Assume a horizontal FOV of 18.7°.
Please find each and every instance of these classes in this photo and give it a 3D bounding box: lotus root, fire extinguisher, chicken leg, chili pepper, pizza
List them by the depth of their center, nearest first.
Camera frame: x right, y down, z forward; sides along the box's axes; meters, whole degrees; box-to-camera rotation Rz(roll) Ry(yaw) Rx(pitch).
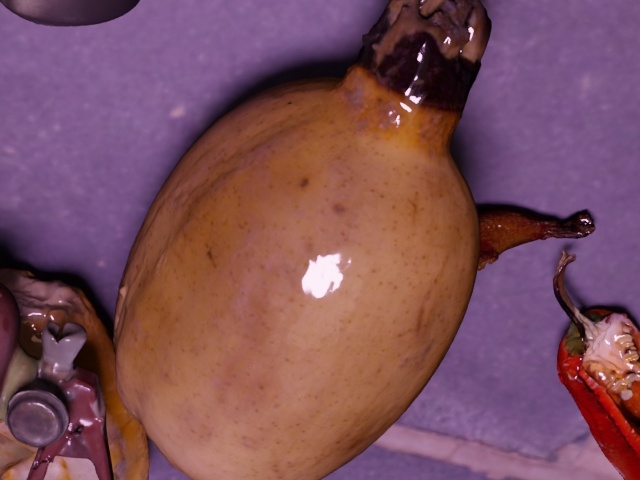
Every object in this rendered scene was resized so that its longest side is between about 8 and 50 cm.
[{"bbox_3d":[0.000,0.000,1.037,0.183,0.183,0.310,22,119,-19],"label":"lotus root"},{"bbox_3d":[-0.259,0.068,1.044,0.337,0.106,0.147,19,116,-4],"label":"fire extinguisher"},{"bbox_3d":[0.087,0.008,1.137,0.145,0.037,0.062,-22,147,14],"label":"chicken leg"},{"bbox_3d":[-0.256,0.097,1.162,0.297,0.071,0.189,0,131,4],"label":"pizza"},{"bbox_3d":[0.192,0.107,1.212,0.050,0.059,0.268,7,142,41],"label":"chili pepper"}]

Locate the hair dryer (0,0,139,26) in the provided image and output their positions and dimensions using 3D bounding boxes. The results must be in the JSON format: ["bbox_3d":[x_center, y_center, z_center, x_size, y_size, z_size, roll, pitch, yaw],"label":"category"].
[{"bbox_3d":[-0.037,-0.207,0.954,0.248,0.078,0.195,-1,127,-11],"label":"hair dryer"}]
